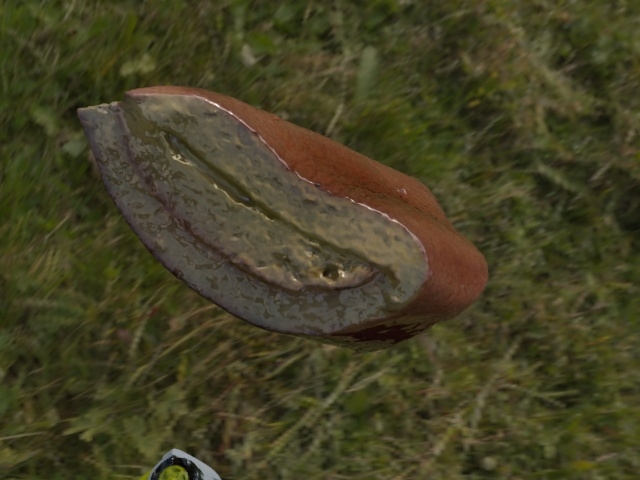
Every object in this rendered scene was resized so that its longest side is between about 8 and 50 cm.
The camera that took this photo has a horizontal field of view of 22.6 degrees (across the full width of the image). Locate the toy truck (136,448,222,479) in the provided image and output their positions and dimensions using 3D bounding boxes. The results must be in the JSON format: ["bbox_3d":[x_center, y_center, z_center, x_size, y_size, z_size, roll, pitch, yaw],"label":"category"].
[{"bbox_3d":[-0.076,0.184,0.925,0.077,0.076,0.111,-35,51,10],"label":"toy truck"}]

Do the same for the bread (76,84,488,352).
[{"bbox_3d":[-0.001,0.000,0.620,0.119,0.192,0.067,41,103,34],"label":"bread"}]
